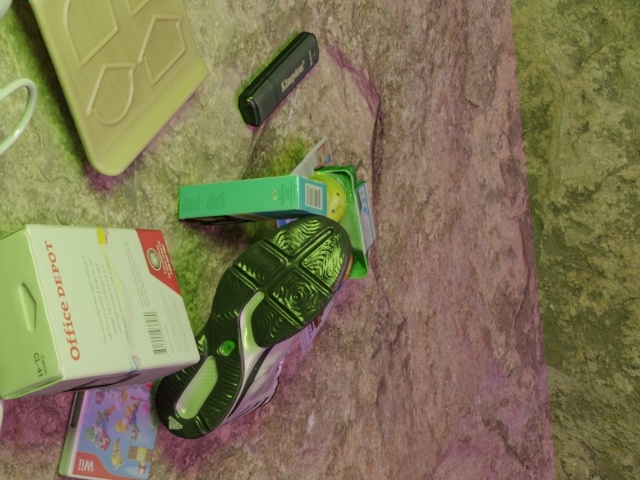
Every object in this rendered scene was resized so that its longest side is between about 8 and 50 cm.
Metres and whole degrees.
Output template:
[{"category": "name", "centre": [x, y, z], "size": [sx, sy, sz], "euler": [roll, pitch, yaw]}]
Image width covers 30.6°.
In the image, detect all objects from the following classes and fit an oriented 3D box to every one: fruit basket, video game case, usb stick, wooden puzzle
[{"category": "fruit basket", "centre": [0.000, 0.000, 2.267], "size": [0.353, 0.166, 0.327], "euler": [-63, 146, -65]}, {"category": "video game case", "centre": [-0.325, 0.252, 1.913], "size": [0.204, 0.025, 0.285], "euler": [29, 68, -57]}, {"category": "usb stick", "centre": [-0.077, -0.316, 2.271], "size": [0.278, 0.045, 0.077], "euler": [-54, 135, -44]}, {"category": "wooden puzzle", "centre": [-0.322, -0.325, 1.806], "size": [0.322, 0.081, 0.347], "euler": [-57, 141, -40]}]

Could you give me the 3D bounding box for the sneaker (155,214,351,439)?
[{"category": "sneaker", "centre": [-0.102, 0.149, 2.057], "size": [0.447, 0.169, 0.257], "euler": [-51, 169, 1]}]

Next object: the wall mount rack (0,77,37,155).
[{"category": "wall mount rack", "centre": [-0.491, -0.149, 1.407], "size": [0.350, 0.131, 0.304], "euler": [-53, 166, -44]}]

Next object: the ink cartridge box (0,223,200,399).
[{"category": "ink cartridge box", "centre": [-0.339, 0.101, 1.711], "size": [0.306, 0.131, 0.226], "euler": [2, 68, -58]}]

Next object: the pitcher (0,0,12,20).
[{"category": "pitcher", "centre": [-0.475, -0.350, 1.475], "size": [0.178, 0.207, 0.125], "euler": [-13, 65, -23]}]

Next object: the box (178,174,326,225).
[{"category": "box", "centre": [-0.118, -0.068, 2.019], "size": [0.100, 0.244, 0.060], "euler": [13, 76, -59]}]

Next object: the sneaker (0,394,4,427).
[{"category": "sneaker", "centre": [-0.486, 0.321, 1.530], "size": [0.147, 0.105, 0.295], "euler": [48, 42, -77]}]
